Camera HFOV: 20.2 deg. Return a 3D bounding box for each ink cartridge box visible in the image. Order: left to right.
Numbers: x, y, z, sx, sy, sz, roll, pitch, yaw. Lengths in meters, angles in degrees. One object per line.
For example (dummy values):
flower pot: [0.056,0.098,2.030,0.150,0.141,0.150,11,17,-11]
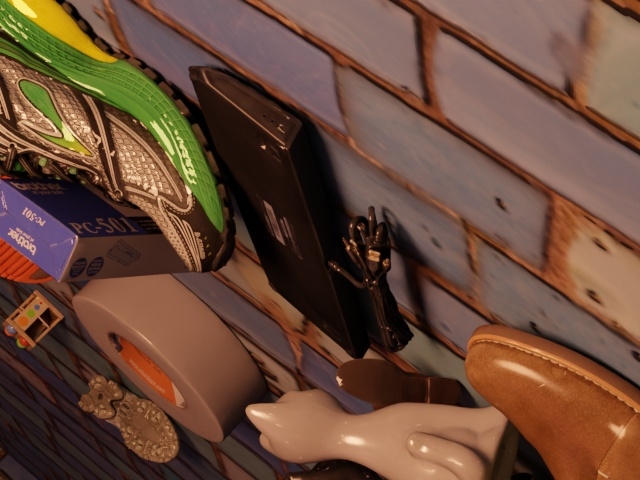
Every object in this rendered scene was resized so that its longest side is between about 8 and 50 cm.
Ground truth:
ink cartridge box: [-0.179,-0.011,1.517,0.097,0.046,0.207,35,-161,27]

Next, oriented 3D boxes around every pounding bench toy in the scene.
pounding bench toy: [-0.388,0.111,2.393,0.052,0.065,0.083,45,162,-5]

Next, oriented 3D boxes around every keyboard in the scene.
keyboard: [0.000,0.000,1.375,0.201,0.033,0.317,40,163,30]

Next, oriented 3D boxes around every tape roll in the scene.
tape roll: [-0.160,0.114,1.901,0.219,0.072,0.219,39,161,16]

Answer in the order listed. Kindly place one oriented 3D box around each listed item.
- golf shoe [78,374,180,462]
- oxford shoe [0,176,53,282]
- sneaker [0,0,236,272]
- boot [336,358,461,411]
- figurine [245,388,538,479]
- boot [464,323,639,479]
golf shoe: [-0.238,0.241,2.400,0.176,0.069,0.086,35,180,33]
oxford shoe: [-0.403,-0.097,1.940,0.363,0.130,0.133,45,-164,-25]
sneaker: [-0.206,-0.084,1.440,0.343,0.146,0.134,39,163,13]
boot: [0.054,0.127,1.477,0.106,0.037,0.114,13,166,-8]
figurine: [0.055,0.187,1.431,0.209,0.092,0.215,8,152,20]
boot: [0.201,0.178,1.209,0.305,0.115,0.112,41,164,13]
